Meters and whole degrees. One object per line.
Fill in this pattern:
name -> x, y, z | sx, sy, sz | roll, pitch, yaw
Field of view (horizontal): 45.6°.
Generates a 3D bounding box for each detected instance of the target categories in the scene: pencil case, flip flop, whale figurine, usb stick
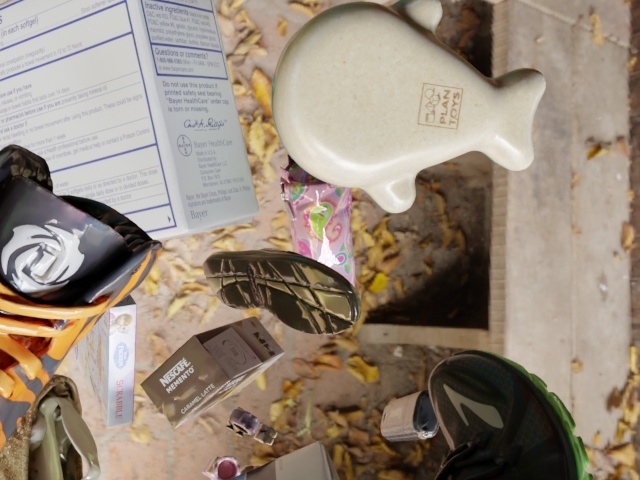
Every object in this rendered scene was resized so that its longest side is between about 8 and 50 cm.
pencil case -> 0.000, 0.000, 1.246 | 0.124, 0.124, 0.284 | -27, 125, -35
flip flop -> -0.052, 0.056, 1.051 | 0.080, 0.277, 0.112 | -30, 115, -40
whale figurine -> 0.084, -0.137, 0.767 | 0.272, 0.141, 0.216 | 4, 98, -13
usb stick -> 0.148, 0.300, 1.288 | 0.045, 0.278, 0.077 | 8, 74, -4

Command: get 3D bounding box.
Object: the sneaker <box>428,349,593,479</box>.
sneaker -> 0.199, 0.318, 0.877 | 0.202, 0.185, 0.483 | 11, 40, -18

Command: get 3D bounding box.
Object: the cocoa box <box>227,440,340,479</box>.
cocoa box -> -0.045, 0.397, 0.743 | 0.228, 0.347, 0.231 | -23, 98, -2

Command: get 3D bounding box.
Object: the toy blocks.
toy blocks -> -0.142, 0.600, 1.858 | 0.288, 0.260, 0.309 | 35, 64, -9

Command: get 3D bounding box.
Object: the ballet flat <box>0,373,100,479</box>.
ballet flat -> -0.173, 0.180, 0.501 | 0.073, 0.067, 0.206 | 34, 31, -62

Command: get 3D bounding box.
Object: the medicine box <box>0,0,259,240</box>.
medicine box -> -0.239, -0.135, 0.858 | 0.149, 0.263, 0.289 | -18, 97, -62

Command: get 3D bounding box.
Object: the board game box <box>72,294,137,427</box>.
board game box -> -0.516, 0.218, 1.798 | 0.066, 0.318, 0.319 | -7, 118, -31

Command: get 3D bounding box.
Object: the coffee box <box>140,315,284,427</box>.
coffee box -> -0.182, 0.225, 1.345 | 0.098, 0.141, 0.246 | 50, 14, 10

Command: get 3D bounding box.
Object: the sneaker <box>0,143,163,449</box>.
sneaker -> -0.176, 0.054, 0.337 | 0.124, 0.180, 0.321 | 38, 21, -17
